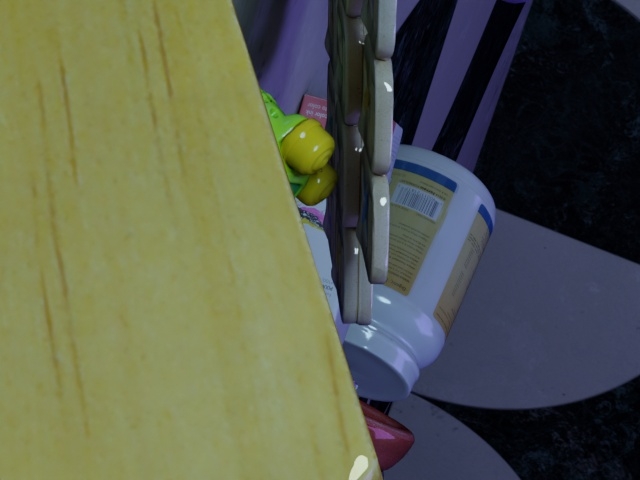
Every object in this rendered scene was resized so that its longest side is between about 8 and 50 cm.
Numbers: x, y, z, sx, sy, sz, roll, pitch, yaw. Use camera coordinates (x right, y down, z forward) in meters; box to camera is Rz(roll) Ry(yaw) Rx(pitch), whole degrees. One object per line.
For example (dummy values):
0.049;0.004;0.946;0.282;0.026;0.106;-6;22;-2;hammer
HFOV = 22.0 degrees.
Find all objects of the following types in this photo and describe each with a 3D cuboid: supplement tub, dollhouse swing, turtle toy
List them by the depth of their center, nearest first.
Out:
-0.134;0.101;0.541;0.347;0.305;0.315;75;-3;-63;dollhouse swing
-0.044;-0.042;0.827;0.066;0.095;0.130;-44;166;-11;turtle toy
0.061;0.029;1.483;0.144;0.144;0.199;95;19;-64;supplement tub

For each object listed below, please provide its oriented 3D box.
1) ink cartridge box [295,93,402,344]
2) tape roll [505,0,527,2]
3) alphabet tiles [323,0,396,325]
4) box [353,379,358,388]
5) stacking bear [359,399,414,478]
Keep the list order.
0.000;0.000;1.213;0.115;0.067;0.198;11;94;-82;ink cartridge box
0.134;-0.282;0.966;0.274;0.090;0.274;-56;-162;30;tape roll
0.016;-0.106;0.866;0.278;0.021;0.284;-97;-173;-65;alphabet tiles
-0.101;0.187;0.820;0.293;0.057;0.201;-49;172;-19;box
-0.064;0.236;1.206;0.289;0.164;0.175;-63;172;-1;stacking bear
